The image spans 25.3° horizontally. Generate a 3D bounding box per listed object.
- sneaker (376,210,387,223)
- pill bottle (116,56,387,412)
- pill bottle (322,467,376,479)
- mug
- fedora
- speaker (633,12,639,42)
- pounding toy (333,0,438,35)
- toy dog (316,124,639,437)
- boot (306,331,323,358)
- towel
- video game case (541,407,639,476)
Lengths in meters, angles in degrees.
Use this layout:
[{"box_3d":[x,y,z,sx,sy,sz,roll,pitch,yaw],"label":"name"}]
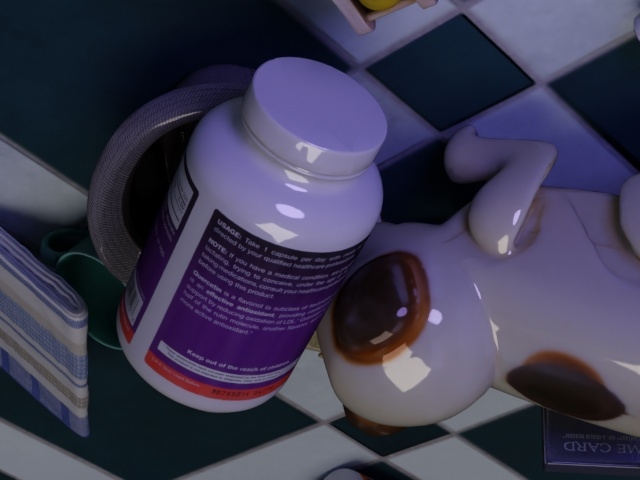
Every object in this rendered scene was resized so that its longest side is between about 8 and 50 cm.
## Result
[{"box_3d":[0.000,0.000,1.562,0.290,0.106,0.123,8,134,-18],"label":"sneaker"},{"box_3d":[-0.059,-0.003,1.296,0.181,0.181,0.323,17,130,-15],"label":"pill bottle"},{"box_3d":[0.096,0.426,2.090,0.221,0.121,0.121,30,137,-29],"label":"pill bottle"},{"box_3d":[-0.228,0.033,1.613,0.129,0.097,0.157,-26,101,48],"label":"mug"},{"box_3d":[-0.106,-0.071,1.439,0.244,0.124,0.275,12,131,-14],"label":"fedora"},{"box_3d":[0.340,-0.219,1.254,0.055,0.055,0.136,22,140,-21],"label":"speaker"},{"box_3d":[0.024,-0.282,1.123,0.155,0.154,0.269,-19,138,28],"label":"pounding toy"},{"box_3d":[0.199,0.079,1.409,0.408,0.395,0.284,-4,154,0],"label":"toy dog"},{"box_3d":[-0.080,0.103,1.706,0.203,0.095,0.262,13,139,-14],"label":"boot"},{"box_3d":[-0.344,0.101,1.688,0.209,0.034,0.285,38,148,20],"label":"towel"},{"box_3d":[0.335,0.127,1.534,0.196,0.274,0.026,2,144,4],"label":"video game case"}]
